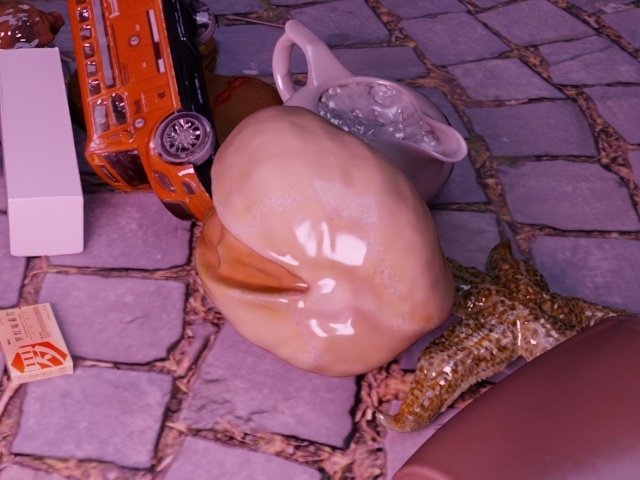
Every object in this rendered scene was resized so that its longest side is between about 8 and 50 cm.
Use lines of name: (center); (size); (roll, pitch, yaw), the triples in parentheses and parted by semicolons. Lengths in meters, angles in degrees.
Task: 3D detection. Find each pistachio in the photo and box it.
pistachio: (0.000, 0.000, 1.216); (0.230, 0.230, 0.309); (-10, 31, -22)

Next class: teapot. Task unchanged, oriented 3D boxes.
teapot: (0.037, -0.130, 1.448); (0.208, 0.166, 0.300); (-32, 62, -26)

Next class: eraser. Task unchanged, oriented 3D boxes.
eraser: (-0.312, -0.105, 1.402); (0.076, 0.078, 0.298); (-4, 39, -15)

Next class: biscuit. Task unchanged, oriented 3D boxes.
biscuit: (-0.157, -0.186, 1.559); (0.277, 0.052, 0.262); (23, 40, 19)

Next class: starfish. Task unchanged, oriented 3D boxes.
starfish: (0.211, 0.078, 1.265); (0.358, 0.078, 0.347); (-2, 32, -9)

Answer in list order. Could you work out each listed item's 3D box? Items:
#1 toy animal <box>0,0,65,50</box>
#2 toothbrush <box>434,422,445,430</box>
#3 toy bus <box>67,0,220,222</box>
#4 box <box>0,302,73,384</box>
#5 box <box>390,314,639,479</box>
toy animal: (-0.466, -0.253, 1.544); (0.312, 0.097, 0.157); (-17, 39, -34)
toothbrush: (0.151, 0.169, 1.194); (0.097, 0.008, 0.006); (-7, 39, -17)
toy bus: (-0.186, -0.165, 1.397); (0.153, 0.143, 0.329); (-17, 66, 8)
box: (-0.273, 0.096, 1.201); (0.058, 0.015, 0.093); (-8, 40, -23)
box: (0.189, 0.230, 0.908); (0.216, 0.301, 0.301); (-23, 47, -23)
